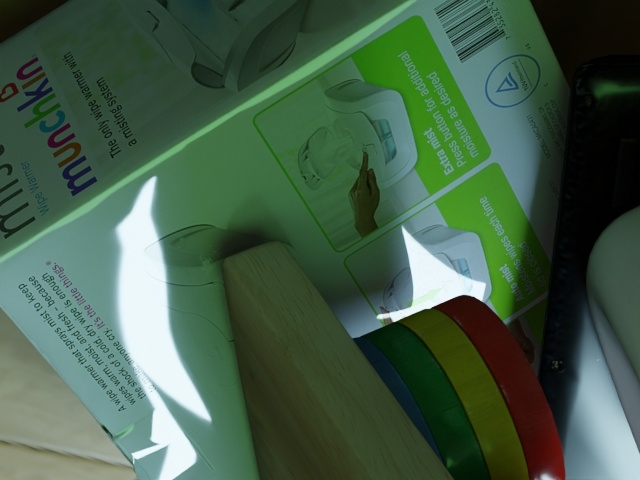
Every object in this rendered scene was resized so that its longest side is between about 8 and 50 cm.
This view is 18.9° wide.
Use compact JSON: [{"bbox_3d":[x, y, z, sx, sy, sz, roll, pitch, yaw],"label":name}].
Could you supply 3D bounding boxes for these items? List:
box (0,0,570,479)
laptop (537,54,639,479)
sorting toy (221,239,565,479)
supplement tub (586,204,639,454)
[{"bbox_3d":[0.000,0.000,0.810,0.231,0.127,0.262,-32,133,2],"label":"box"},{"bbox_3d":[0.272,0.037,0.928,0.407,0.236,0.382,-2,120,-8],"label":"laptop"},{"bbox_3d":[0.070,0.155,0.709,0.089,0.257,0.255,-22,135,-15],"label":"sorting toy"},{"bbox_3d":[0.282,0.048,0.656,0.331,0.241,0.241,-21,125,4],"label":"supplement tub"}]
